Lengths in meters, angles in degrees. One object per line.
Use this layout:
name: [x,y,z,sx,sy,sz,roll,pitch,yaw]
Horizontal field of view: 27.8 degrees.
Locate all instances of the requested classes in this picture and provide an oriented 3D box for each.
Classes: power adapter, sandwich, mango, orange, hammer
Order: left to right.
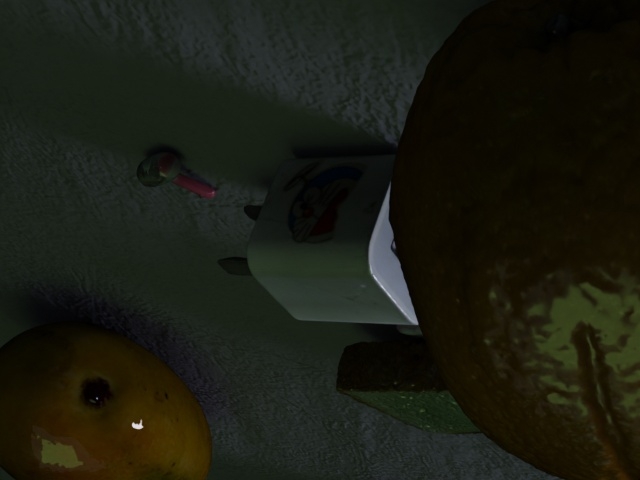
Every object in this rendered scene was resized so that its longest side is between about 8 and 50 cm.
mango: [-0.305,0.264,1.808,0.300,0.232,0.446,8,158,15]
hammer: [-0.140,-0.061,1.295,0.083,0.031,0.052,24,158,-32]
power adapter: [0.000,0.000,1.192,0.205,0.130,0.125,-1,147,34]
sandwich: [0.148,0.163,1.444,0.214,0.065,0.186,-8,151,44]
orange: [0.200,-0.006,0.843,0.322,0.322,0.357,0,139,35]

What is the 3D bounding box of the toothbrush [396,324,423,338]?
toothbrush: [0.195,0.078,1.322,0.029,0.025,0.307,29,154,-36]
